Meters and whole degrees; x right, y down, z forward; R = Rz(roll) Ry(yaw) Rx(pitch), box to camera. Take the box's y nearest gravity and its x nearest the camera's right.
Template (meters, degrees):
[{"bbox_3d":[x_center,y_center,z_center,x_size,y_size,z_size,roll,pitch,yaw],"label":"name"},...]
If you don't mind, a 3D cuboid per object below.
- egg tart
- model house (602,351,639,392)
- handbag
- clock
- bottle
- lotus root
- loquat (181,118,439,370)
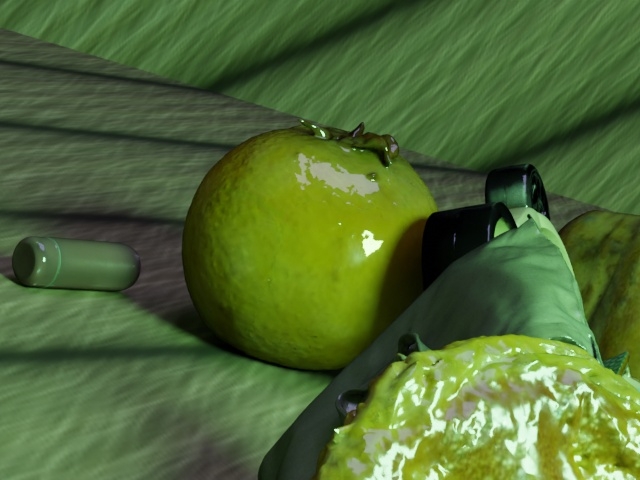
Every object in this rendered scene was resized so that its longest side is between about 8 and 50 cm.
[{"bbox_3d":[0.126,0.222,1.127,0.351,0.153,0.339,-23,78,-37],"label":"egg tart"},{"bbox_3d":[0.245,0.182,1.387,0.206,0.271,0.178,27,23,7],"label":"model house"},{"bbox_3d":[0.077,0.134,1.332,0.109,0.316,0.253,44,8,-14],"label":"handbag"},{"bbox_3d":[0.191,0.074,1.866,0.120,0.276,0.379,-9,6,21],"label":"clock"},{"bbox_3d":[-0.252,0.025,1.871,0.053,0.053,0.140,29,16,39],"label":"bottle"},{"bbox_3d":[0.389,0.102,2.142,0.316,0.250,0.316,17,2,0],"label":"lotus root"},{"bbox_3d":[0.000,0.000,1.874,0.275,0.275,0.275,18,12,-4],"label":"loquat"}]
